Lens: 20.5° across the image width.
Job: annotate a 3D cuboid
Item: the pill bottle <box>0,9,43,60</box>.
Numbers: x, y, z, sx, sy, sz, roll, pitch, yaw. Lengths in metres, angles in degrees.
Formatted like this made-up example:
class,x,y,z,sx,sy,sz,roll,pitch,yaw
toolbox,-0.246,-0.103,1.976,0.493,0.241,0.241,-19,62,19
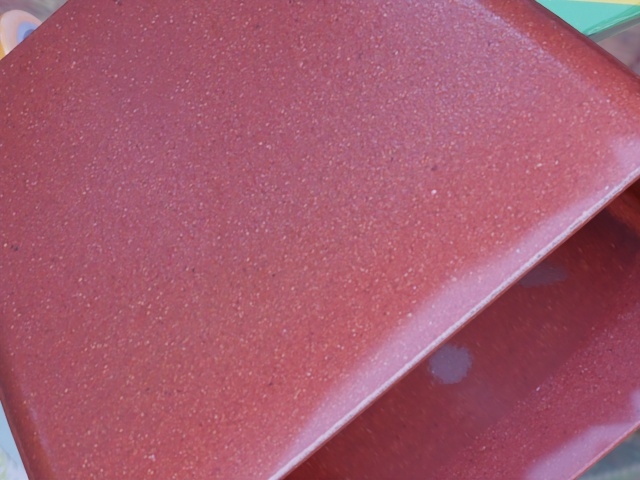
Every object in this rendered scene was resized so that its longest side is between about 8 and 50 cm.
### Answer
class,x,y,z,sx,sy,sz,roll,pitch,yaw
pill bottle,-0.285,-0.065,1.243,0.246,0.130,0.130,-30,109,20

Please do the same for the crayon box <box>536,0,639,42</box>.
class,x,y,z,sx,sy,sz,roll,pitch,yaw
crayon box,0.170,-0.332,1.359,0.313,0.106,0.363,-23,88,10

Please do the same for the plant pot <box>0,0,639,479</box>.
class,x,y,z,sx,sy,sz,roll,pitch,yaw
plant pot,0.000,0.000,0.747,0.267,0.267,0.236,-40,66,4

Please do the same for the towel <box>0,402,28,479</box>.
class,x,y,z,sx,sy,sz,roll,pitch,yaw
towel,-0.295,0.250,1.188,0.090,0.374,0.320,13,63,21
